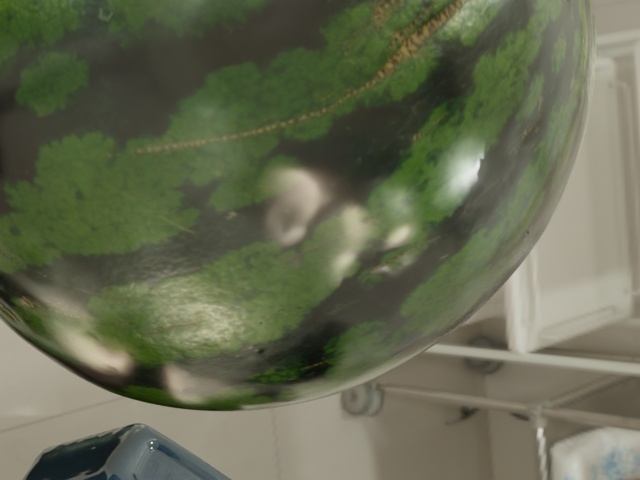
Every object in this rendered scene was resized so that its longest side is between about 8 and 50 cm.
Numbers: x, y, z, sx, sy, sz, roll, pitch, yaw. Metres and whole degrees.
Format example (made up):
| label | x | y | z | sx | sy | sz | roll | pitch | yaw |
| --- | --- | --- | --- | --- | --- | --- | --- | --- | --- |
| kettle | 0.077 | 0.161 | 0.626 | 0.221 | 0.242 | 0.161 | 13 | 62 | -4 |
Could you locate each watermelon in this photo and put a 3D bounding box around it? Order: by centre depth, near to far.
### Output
| label | x | y | z | sx | sy | sz | roll | pitch | yaw |
| --- | --- | --- | --- | --- | --- | --- | --- | --- | --- |
| watermelon | -0.032 | -0.076 | 0.438 | 0.285 | 0.285 | 0.285 | 0 | 90 | -44 |

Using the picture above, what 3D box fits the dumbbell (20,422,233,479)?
| label | x | y | z | sx | sy | sz | roll | pitch | yaw |
| --- | --- | --- | --- | --- | --- | --- | --- | --- | --- |
| dumbbell | -0.149 | 0.249 | 0.580 | 0.143 | 0.156 | 0.316 | 62 | 27 | -22 |
